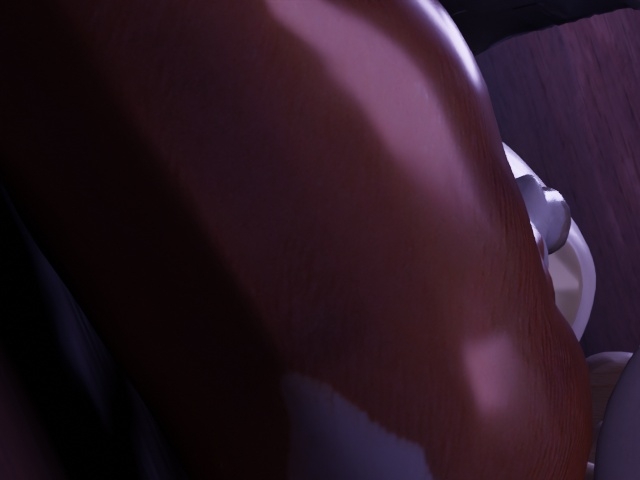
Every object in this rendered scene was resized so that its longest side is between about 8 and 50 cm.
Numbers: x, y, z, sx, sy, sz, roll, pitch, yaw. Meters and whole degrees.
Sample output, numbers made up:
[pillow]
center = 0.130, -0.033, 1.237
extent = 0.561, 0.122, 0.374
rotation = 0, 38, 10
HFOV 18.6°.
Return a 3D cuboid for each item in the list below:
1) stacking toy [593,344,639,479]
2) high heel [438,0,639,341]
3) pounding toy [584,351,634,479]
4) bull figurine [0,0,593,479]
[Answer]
[stacking toy]
center = 0.203, 0.217, 0.633
extent = 0.480, 0.351, 0.350
rotation = 60, 12, -22
[high heel]
center = 0.000, 0.000, 0.647
extent = 0.093, 0.186, 0.261
rotation = 44, 56, -28
[pounding toy]
center = 0.132, 0.146, 0.766
extent = 0.155, 0.270, 0.154
rotation = -88, -163, -71
[bull figurine]
center = -0.003, -0.001, 0.433
extent = 0.188, 0.101, 0.310
rotation = -85, 154, -60
